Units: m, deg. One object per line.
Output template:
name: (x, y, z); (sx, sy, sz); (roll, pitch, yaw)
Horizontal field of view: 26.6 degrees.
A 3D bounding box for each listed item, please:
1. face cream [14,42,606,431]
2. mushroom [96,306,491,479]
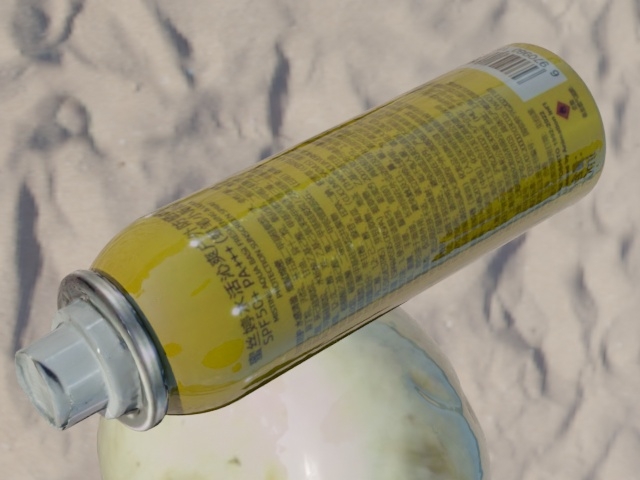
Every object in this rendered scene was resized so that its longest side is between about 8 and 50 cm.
face cream: (0.000, 0.000, 0.713); (0.348, 0.105, 0.105); (-28, 108, -32)
mushroom: (-0.035, 0.207, 1.169); (0.325, 0.353, 0.353); (-49, 117, -19)
